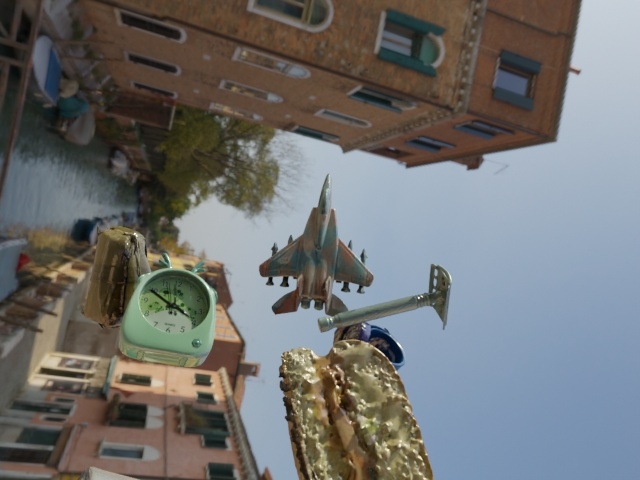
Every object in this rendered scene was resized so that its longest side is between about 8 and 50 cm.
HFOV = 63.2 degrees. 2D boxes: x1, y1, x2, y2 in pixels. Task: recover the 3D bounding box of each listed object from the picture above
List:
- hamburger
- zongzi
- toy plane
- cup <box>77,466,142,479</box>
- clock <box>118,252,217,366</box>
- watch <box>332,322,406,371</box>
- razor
[{"bbox_3d":[0.066,0.447,1.107,0.287,0.268,0.446,102,-28,-61],"label":"hamburger"},{"bbox_3d":[-0.369,0.070,1.048,0.197,0.099,0.195,-1,104,-64],"label":"zongzi"},{"bbox_3d":[0.000,0.004,1.043,0.104,0.222,0.326,88,9,-53],"label":"toy plane"},{"bbox_3d":[-0.015,0.293,0.271,0.253,0.371,0.253,-54,-159,32],"label":"cup"},{"bbox_3d":[-0.268,0.121,0.957,0.066,0.159,0.211,124,-24,-49],"label":"clock"},{"bbox_3d":[0.151,0.340,1.598,0.171,0.200,0.196,-53,-167,32],"label":"watch"},{"bbox_3d":[0.110,0.122,0.889,0.068,0.231,0.106,-115,-166,-51],"label":"razor"}]
